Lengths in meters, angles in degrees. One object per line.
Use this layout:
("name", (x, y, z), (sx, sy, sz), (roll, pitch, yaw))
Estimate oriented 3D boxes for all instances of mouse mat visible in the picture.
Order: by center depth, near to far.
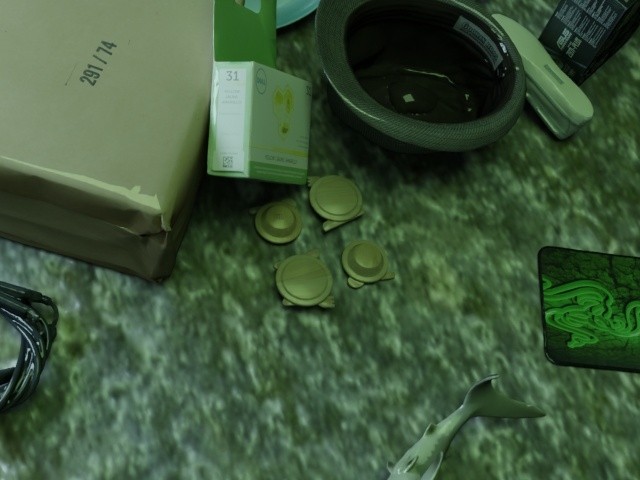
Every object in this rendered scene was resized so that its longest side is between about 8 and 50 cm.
("mouse mat", (0.349, 0.082, 1.198), (0.189, 0.007, 0.153), (6, 61, -7))

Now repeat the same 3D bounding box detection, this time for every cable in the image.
("cable", (-0.368, 0.103, 1.036), (0.184, 0.047, 0.151), (16, 65, -5))

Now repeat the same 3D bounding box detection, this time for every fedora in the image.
("fedora", (0.105, -0.191, 1.230), (0.275, 0.124, 0.244), (-1, 64, -21))

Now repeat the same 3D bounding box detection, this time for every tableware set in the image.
("tableware set", (0.000, 0.000, 1.169), (0.141, 0.020, 0.169), (-15, 64, -18))

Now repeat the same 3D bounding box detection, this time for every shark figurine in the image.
("shark figurine", (0.118, 0.262, 1.025), (0.116, 0.166, 0.278), (50, 43, -11))

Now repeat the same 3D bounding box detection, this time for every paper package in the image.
("paper package", (-0.264, -0.157, 1.121), (0.309, 0.168, 0.325), (16, 61, -2))

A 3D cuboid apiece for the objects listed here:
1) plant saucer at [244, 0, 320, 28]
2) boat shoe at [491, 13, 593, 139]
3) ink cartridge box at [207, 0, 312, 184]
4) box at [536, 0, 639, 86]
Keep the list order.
("plant saucer", (-0.103, -0.419, 1.291), (0.317, 0.043, 0.318), (-1, 94, -8))
("boat shoe", (0.269, -0.208, 1.307), (0.184, 0.063, 0.066), (47, 41, 7))
("ink cartridge box", (-0.062, -0.182, 1.119), (0.056, 0.171, 0.235), (4, 92, 20))
("box", (0.363, -0.296, 1.304), (0.077, 0.180, 0.147), (43, 64, 11))
